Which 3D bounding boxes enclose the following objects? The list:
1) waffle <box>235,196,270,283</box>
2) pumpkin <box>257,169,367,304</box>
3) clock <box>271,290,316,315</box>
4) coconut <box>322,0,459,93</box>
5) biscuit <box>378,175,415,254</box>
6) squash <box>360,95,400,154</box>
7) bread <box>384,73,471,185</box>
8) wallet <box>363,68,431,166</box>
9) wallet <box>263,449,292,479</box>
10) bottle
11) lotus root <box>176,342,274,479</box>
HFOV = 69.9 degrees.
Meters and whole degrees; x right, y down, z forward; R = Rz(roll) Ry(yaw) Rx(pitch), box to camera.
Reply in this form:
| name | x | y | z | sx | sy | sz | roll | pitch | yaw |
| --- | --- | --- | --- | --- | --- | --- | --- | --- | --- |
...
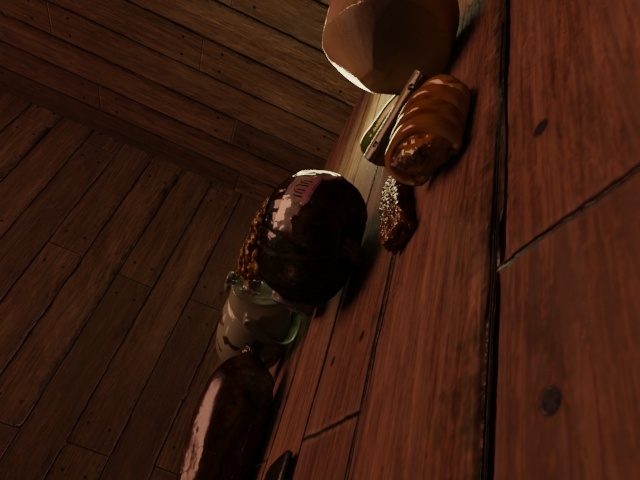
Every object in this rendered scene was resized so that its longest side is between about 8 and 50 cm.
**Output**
| name | x | y | z | sx | sy | sz | roll | pitch | yaw |
| --- | --- | --- | --- | --- | --- | --- | --- | --- | --- |
| waffle | -0.117 | 0.000 | 0.984 | 0.193 | 0.070 | 0.197 | -20 | -46 | -86 |
| pumpkin | 0.002 | 0.001 | 0.861 | 0.260 | 0.189 | 0.260 | -40 | -41 | -46 |
| clock | -0.044 | 0.091 | 1.055 | 0.231 | 0.103 | 0.144 | 50 | -123 | -65 |
| coconut | 0.132 | -0.392 | 0.862 | 0.259 | 0.259 | 0.259 | -157 | 90 | -83 |
| biscuit | 0.119 | -0.055 | 0.721 | 0.199 | 0.034 | 0.064 | -78 | 15 | -59 |
| squash | 0.157 | -0.267 | 1.046 | 0.201 | 0.066 | 0.066 | -52 | 15 | 41 |
| bread | 0.148 | -0.156 | 0.640 | 0.177 | 0.084 | 0.119 | -65 | 5 | -34 |
| wallet | 0.140 | -0.195 | 0.757 | 0.110 | 0.039 | 0.155 | -2 | -50 | -56 |
| wallet | -0.094 | 0.459 | 0.702 | 0.124 | 0.025 | 0.244 | 120 | 171 | -45 |
| bottle | -0.164 | 0.204 | 1.263 | 0.352 | 0.229 | 0.229 | 111 | 177 | -46 |
| lotus root | -0.218 | 0.439 | 1.077 | 0.196 | 0.179 | 0.398 | 129 | 162 | -59 |
